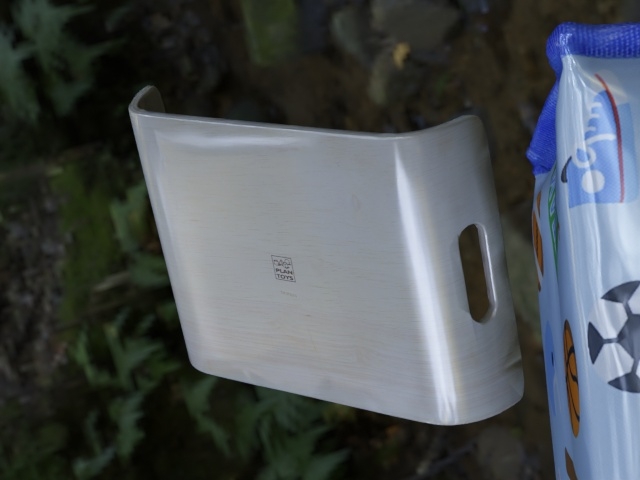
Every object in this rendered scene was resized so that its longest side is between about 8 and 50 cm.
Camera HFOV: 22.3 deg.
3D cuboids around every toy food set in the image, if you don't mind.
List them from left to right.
[{"bbox_3d":[0.000,0.000,1.189,0.306,0.092,0.219,8,120,37],"label":"toy food set"}]

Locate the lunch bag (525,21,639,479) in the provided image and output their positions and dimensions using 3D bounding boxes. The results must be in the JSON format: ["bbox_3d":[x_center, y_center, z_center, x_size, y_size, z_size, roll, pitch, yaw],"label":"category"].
[{"bbox_3d":[0.301,0.070,0.737,0.239,0.386,0.327,75,-170,-78],"label":"lunch bag"}]
